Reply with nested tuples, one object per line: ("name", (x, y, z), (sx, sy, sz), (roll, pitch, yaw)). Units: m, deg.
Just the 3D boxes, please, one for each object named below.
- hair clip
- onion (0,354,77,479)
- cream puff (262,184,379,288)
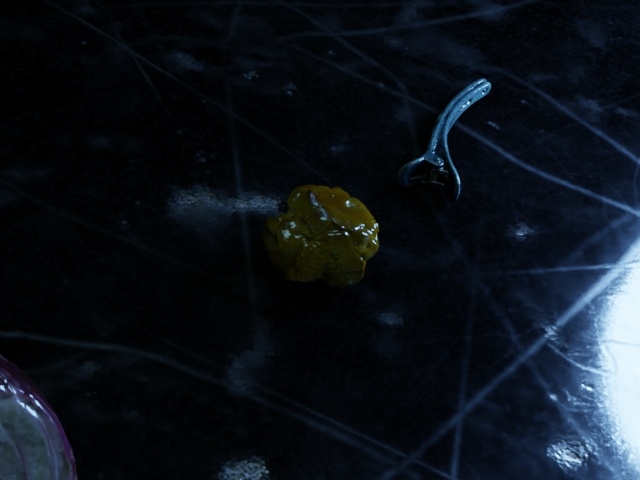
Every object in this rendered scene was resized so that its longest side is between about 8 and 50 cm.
("hair clip", (0.148, -0.126, 2.112), (0.070, 0.039, 0.229), (18, 41, 6))
("onion", (-0.379, 0.195, 1.454), (0.336, 0.282, 0.260), (-10, 13, -41))
("cream puff", (0.000, 0.000, 1.900), (0.116, 0.094, 0.122), (37, 23, 18))
